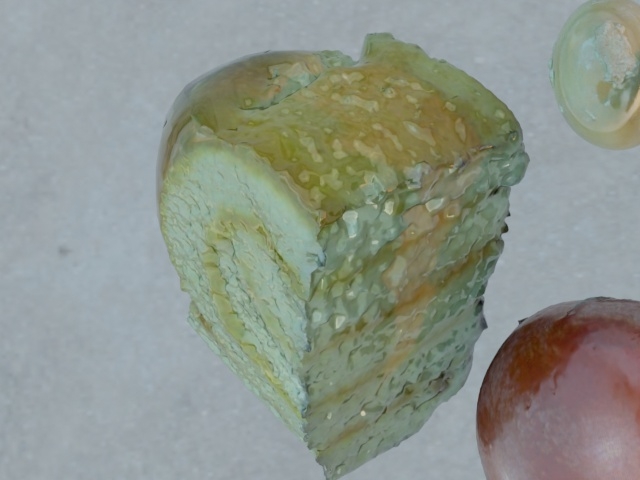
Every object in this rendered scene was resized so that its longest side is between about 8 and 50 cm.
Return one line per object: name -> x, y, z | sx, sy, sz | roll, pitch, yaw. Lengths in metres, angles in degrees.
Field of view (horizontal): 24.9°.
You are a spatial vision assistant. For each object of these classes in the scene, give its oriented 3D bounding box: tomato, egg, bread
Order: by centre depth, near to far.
tomato -> 0.265, 0.174, 1.233 | 0.265, 0.265, 0.264 | 3, 94, 44
bread -> -0.003, 0.003, 1.298 | 0.264, 0.239, 0.395 | 41, 148, 28
egg -> 0.376, -0.215, 1.852 | 0.164, 0.164, 0.201 | -16, 79, 43
